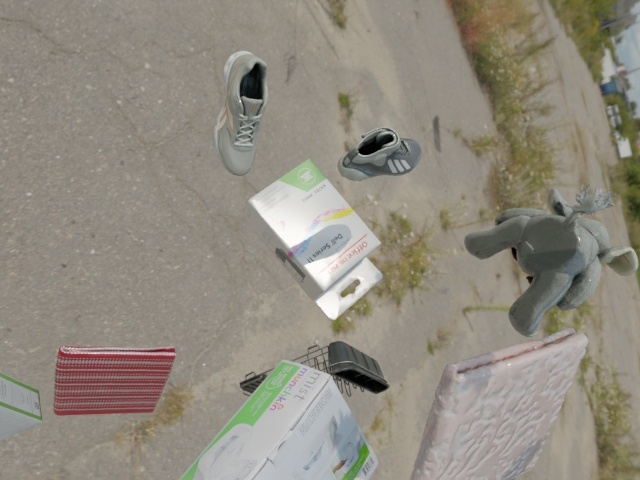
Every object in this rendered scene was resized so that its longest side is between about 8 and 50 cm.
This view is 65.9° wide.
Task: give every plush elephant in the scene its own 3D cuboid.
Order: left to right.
[{"bbox_3d":[0.545,0.023,1.122,0.255,0.330,0.271,12,38,-45],"label":"plush elephant"}]

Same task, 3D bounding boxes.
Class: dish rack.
[{"bbox_3d":[-0.019,0.293,1.012,0.208,0.272,0.074,42,29,-50],"label":"dish rack"}]

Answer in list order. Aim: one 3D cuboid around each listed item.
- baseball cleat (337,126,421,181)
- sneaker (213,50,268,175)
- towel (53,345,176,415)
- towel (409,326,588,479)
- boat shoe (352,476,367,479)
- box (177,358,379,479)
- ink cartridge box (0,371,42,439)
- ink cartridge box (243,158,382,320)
[{"bbox_3d":[0.127,-0.156,0.872,0.206,0.109,0.072,-24,78,-36],"label":"baseball cleat"},{"bbox_3d":[-0.163,-0.261,1.040,0.099,0.121,0.262,-3,110,-25],"label":"sneaker"},{"bbox_3d":[-0.400,0.272,0.950,0.199,0.274,0.031,7,49,-25],"label":"towel"},{"bbox_3d":[0.294,0.313,0.845,0.317,0.053,0.331,-8,119,-29],"label":"towel"},{"bbox_3d":[0.024,0.355,0.595,0.066,0.063,0.184,35,12,8],"label":"boat shoe"},{"bbox_3d":[-0.055,0.369,0.776,0.262,0.127,0.231,-46,123,-33],"label":"box"},{"bbox_3d":[-0.516,0.241,0.721,0.209,0.109,0.062,85,-18,-60],"label":"ink cartridge box"},{"bbox_3d":[0.000,0.000,1.230,0.207,0.119,0.353,-39,86,-23],"label":"ink cartridge box"}]
